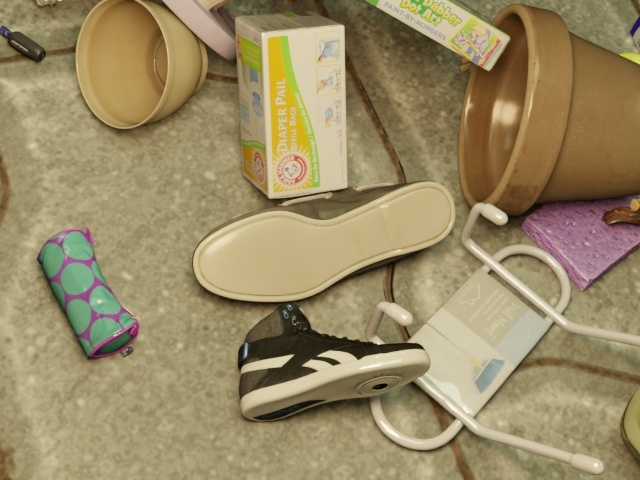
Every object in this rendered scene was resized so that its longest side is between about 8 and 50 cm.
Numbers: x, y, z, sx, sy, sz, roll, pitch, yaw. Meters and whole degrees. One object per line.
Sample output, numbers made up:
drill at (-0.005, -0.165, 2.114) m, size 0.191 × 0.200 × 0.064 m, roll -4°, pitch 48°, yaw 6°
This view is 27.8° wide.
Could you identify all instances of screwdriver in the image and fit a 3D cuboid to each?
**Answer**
screwdriver at (-0.423, -0.281, 1.662) m, size 0.170 × 0.025 × 0.024 m, roll 35°, pitch 56°, yaw 9°

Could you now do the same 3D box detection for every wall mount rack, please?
wall mount rack at (0.233, 0.124, 1.493) m, size 0.304 × 0.130 × 0.350 m, roll 39°, pitch 57°, yaw 12°

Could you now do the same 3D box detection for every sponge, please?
sponge at (0.372, -0.031, 1.692) m, size 0.210 × 0.031 × 0.117 m, roll -33°, pitch 69°, yaw -29°

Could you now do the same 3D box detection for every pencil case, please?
pencil case at (-0.260, 0.059, 1.451) m, size 0.070 × 0.064 × 0.152 m, roll -29°, pitch 67°, yaw -11°

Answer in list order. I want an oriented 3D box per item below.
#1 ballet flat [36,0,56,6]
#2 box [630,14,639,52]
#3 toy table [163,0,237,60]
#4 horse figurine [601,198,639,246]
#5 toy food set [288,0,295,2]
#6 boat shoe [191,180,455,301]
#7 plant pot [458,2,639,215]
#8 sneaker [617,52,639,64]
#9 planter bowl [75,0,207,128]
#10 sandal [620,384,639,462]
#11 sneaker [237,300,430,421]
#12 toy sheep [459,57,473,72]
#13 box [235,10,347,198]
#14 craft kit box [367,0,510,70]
ballet flat at (-0.220, -0.401, 1.751) m, size 0.409 × 0.147 × 0.147 m, roll -18°, pitch 63°, yaw -21°
box at (0.541, -0.280, 1.876) m, size 0.126 × 0.072 × 0.137 m, roll -5°, pitch 58°, yaw -18°
toy table at (-0.126, -0.358, 1.614) m, size 0.161 × 0.274 × 0.252 m, roll -37°, pitch 64°, yaw 9°
horse figurine at (0.476, 0.021, 1.598) m, size 0.174 × 0.066 × 0.263 m, roll 8°, pitch 27°, yaw -44°
toy food set at (-0.014, -0.436, 1.817) m, size 0.104 × 0.111 × 0.232 m, roll 35°, pitch 54°, yaw 12°
boat shoe at (0.000, 0.000, 1.554) m, size 0.335 × 0.095 × 0.112 m, roll -14°, pitch 97°, yaw -18°
plant pot at (0.320, -0.147, 1.619) m, size 0.229 × 0.263 × 0.263 m, roll 10°, pitch 55°, yaw -10°
sneaker at (0.494, -0.134, 1.763) m, size 0.295 × 0.109 × 0.123 m, roll 34°, pitch 74°, yaw 10°
planter bowl at (-0.211, -0.222, 1.611) m, size 0.109 × 0.162 × 0.162 m, roll -10°, pitch 56°, yaw -52°
sandal at (0.450, 0.152, 1.548) m, size 0.120 × 0.086 × 0.303 m, roll 28°, pitch 47°, yaw 4°
sneaker at (0.006, 0.114, 1.429) m, size 0.217 × 0.079 × 0.121 m, roll -15°, pitch 60°, yaw 9°
toy sheep at (0.245, -0.230, 1.763) m, size 0.091 × 0.091 × 0.132 m, roll -22°, pitch 78°, yaw -26°
box at (-0.035, -0.165, 1.560) m, size 0.103 × 0.203 × 0.114 m, roll -9°, pitch 21°, yaw -19°
craft kit box at (0.097, -0.322, 1.637) m, size 0.250 × 0.061 × 0.246 m, roll 27°, pitch 13°, yaw -17°
